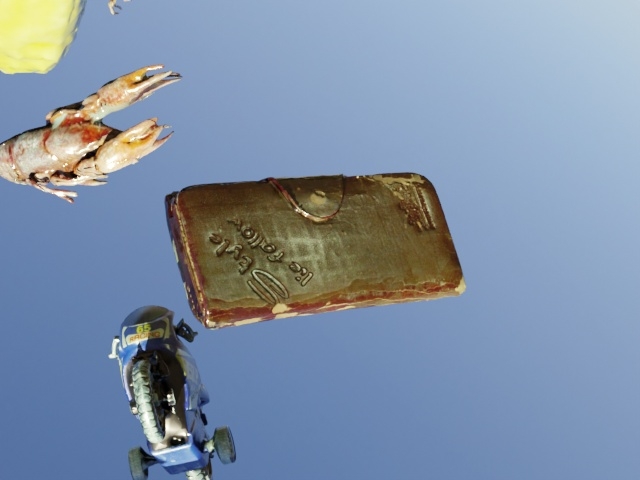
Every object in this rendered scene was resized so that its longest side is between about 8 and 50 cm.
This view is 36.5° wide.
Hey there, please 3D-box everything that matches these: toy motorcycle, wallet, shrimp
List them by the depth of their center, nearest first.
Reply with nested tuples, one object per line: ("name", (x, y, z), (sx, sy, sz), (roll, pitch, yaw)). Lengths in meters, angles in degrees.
("shrimp", (-0.094, -0.038, 0.391), (0.029, 0.092, 0.038), (23, -135, -57))
("wallet", (0.000, 0.000, 0.760), (0.232, 0.031, 0.122), (-6, -116, -25))
("toy motorcycle", (-0.167, 0.176, 1.082), (0.315, 0.113, 0.169), (80, 176, -63))

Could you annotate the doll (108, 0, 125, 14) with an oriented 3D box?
("doll", (-0.223, -0.333, 0.956), (0.105, 0.115, 0.221), (-8, -114, -48))

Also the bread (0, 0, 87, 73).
("bread", (-0.322, -0.307, 0.726), (0.307, 0.348, 0.348), (1, -138, -29))
